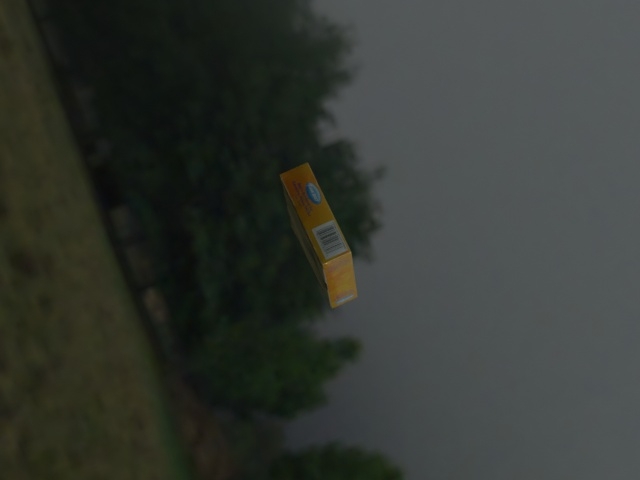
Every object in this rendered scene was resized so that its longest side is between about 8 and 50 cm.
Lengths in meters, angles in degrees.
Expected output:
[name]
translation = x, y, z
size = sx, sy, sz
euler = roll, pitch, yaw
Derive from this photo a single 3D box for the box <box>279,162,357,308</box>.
[box]
translation = 0.000, 0.000, 1.474
size = 0.136, 0.028, 0.081
euler = 74, -9, -72
